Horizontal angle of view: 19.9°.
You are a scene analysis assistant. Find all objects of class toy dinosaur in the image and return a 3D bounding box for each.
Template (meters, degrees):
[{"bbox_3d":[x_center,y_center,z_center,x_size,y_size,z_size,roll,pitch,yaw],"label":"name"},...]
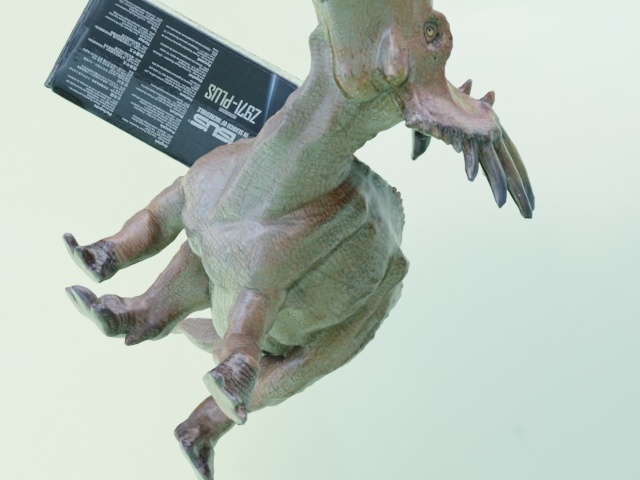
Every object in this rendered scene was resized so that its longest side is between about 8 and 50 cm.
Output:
[{"bbox_3d":[0.000,0.000,0.826,0.200,0.296,0.127,-35,75,-17],"label":"toy dinosaur"}]

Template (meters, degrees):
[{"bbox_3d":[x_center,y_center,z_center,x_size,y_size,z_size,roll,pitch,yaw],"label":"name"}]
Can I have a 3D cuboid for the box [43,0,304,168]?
[{"bbox_3d":[-0.069,-0.087,1.138,0.180,0.077,0.147,29,5,-5],"label":"box"}]
